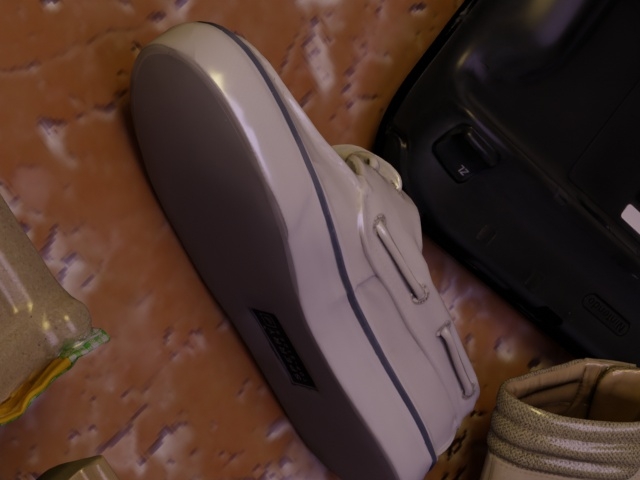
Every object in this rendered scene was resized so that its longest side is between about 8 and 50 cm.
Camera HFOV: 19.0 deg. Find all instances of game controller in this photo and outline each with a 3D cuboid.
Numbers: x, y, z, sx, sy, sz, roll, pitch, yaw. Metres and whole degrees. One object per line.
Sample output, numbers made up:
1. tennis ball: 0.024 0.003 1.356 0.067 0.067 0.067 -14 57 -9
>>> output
1. game controller: 0.166 -0.018 0.957 0.319 0.067 0.166 38 80 -35

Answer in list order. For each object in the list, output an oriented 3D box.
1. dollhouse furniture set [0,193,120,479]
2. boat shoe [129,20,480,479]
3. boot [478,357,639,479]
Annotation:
1. dollhouse furniture set: -0.188 0.096 0.728 0.197 0.151 0.301 -42 105 -46
2. boat shoe: 0.000 0.000 0.837 0.084 0.095 0.258 -44 132 -26
3. boot: 0.154 0.144 0.961 0.213 0.077 0.165 5 110 -33
